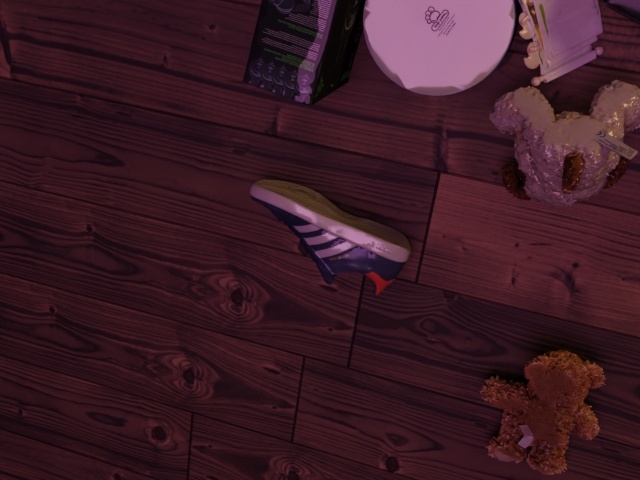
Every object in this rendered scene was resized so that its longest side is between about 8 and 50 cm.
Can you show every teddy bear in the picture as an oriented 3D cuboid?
[{"bbox_3d":[0.459,0.352,1.542,0.245,0.113,0.337,3,120,24],"label":"teddy bear"}]

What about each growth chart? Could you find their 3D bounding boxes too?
[{"bbox_3d":[0.400,-0.391,1.243,0.172,0.021,0.237,-18,110,-14],"label":"growth chart"}]

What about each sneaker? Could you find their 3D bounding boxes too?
[{"bbox_3d":[0.000,0.000,1.511,0.350,0.131,0.148,27,112,5],"label":"sneaker"}]

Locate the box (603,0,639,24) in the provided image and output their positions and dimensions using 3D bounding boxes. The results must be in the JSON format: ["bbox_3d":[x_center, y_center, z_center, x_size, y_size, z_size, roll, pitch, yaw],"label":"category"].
[{"bbox_3d":[0.583,-0.452,1.141,0.165,0.143,0.270,30,117,4],"label":"box"}]

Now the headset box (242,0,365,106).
[{"bbox_3d":[-0.009,-0.388,1.292,0.131,0.246,0.283,22,115,9],"label":"headset box"}]

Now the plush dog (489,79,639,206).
[{"bbox_3d":[0.432,-0.135,1.290,0.263,0.210,0.225,-2,155,14],"label":"plush dog"}]

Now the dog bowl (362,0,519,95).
[{"bbox_3d":[0.211,-0.391,1.303,0.265,0.104,0.264,6,113,14],"label":"dog bowl"}]
